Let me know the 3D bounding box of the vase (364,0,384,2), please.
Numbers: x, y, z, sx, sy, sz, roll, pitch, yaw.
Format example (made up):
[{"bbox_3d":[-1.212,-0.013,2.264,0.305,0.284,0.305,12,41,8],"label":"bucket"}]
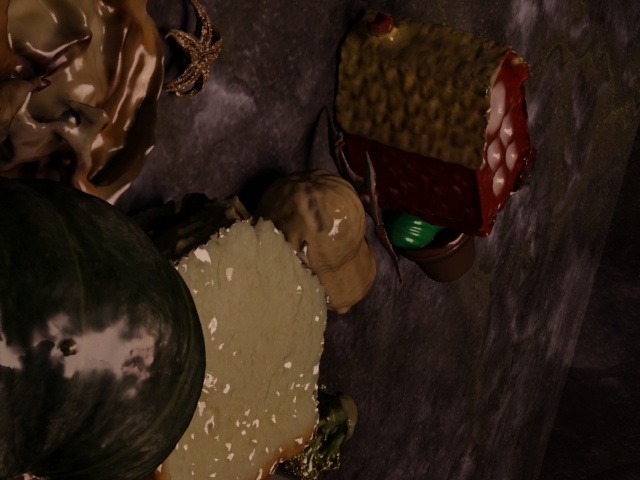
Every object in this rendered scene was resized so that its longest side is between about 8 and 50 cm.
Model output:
[{"bbox_3d":[0.090,-0.333,1.525,0.214,0.086,0.086,-49,148,-53],"label":"vase"}]

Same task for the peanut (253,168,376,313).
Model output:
[{"bbox_3d":[0.000,0.000,1.497,0.257,0.123,0.123,62,48,-66],"label":"peanut"}]

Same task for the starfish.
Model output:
[{"bbox_3d":[-0.112,-0.170,1.229,0.078,0.028,0.091,-22,120,-59],"label":"starfish"}]

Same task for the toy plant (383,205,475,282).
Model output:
[{"bbox_3d":[0.139,-0.033,1.818,0.143,0.105,0.200,-46,130,-23],"label":"toy plant"}]

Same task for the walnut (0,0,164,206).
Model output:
[{"bbox_3d":[-0.203,-0.132,0.907,0.238,0.141,0.204,39,56,-65],"label":"walnut"}]

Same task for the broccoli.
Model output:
[{"bbox_3d":[-0.016,0.210,1.592,0.131,0.120,0.130,48,32,-27],"label":"broccoli"}]

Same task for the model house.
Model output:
[{"bbox_3d":[0.131,-0.150,1.588,0.160,0.196,0.254,-59,153,-27],"label":"model house"}]

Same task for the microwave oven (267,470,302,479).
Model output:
[{"bbox_3d":[-0.051,0.341,1.438,0.194,0.240,0.145,-53,149,-40],"label":"microwave oven"}]

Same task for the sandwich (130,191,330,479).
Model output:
[{"bbox_3d":[-0.116,0.102,1.228,0.325,0.131,0.262,-37,125,-53],"label":"sandwich"}]

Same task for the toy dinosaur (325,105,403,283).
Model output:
[{"bbox_3d":[0.049,-0.051,1.522,0.032,0.220,0.108,-24,166,-7],"label":"toy dinosaur"}]

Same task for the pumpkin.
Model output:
[{"bbox_3d":[-0.222,0.080,0.859,0.300,0.207,0.300,-20,157,-9],"label":"pumpkin"}]
